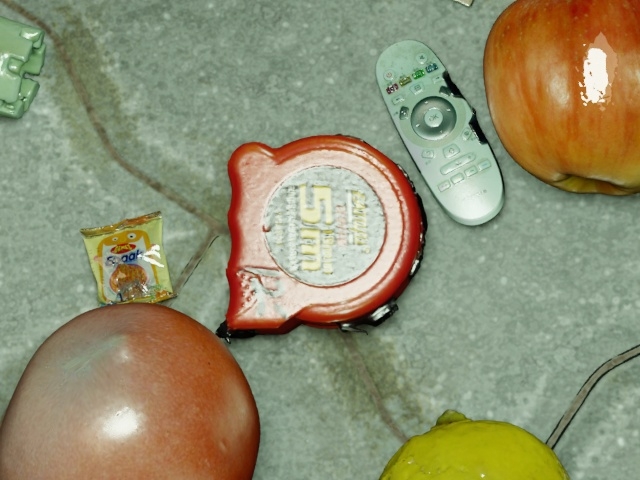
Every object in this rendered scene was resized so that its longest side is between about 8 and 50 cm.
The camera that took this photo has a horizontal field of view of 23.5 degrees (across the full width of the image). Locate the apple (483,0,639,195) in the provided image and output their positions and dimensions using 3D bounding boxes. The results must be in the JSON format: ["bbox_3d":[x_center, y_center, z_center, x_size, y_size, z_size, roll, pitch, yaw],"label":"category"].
[{"bbox_3d":[0.311,-0.172,1.785,0.242,0.242,0.241,-5,84,7],"label":"apple"}]

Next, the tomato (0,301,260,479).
[{"bbox_3d":[-0.224,0.224,1.755,0.321,0.321,0.322,-1,82,7],"label":"tomato"}]

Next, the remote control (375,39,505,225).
[{"bbox_3d":[0.148,-0.134,1.895,0.097,0.045,0.256,-25,77,2],"label":"remote control"}]

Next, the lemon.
[{"bbox_3d":[0.177,0.343,1.727,0.260,0.260,0.284,12,83,9],"label":"lemon"}]

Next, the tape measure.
[{"bbox_3d":[0.000,-0.001,1.862,0.260,0.114,0.253,-1,82,4],"label":"tape measure"}]

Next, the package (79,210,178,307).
[{"bbox_3d":[-0.239,0.032,1.927,0.108,0.031,0.121,-14,81,5],"label":"package"}]

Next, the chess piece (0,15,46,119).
[{"bbox_3d":[-0.505,-0.248,1.931,0.299,0.194,0.195,17,85,1],"label":"chess piece"}]

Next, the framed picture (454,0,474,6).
[{"bbox_3d":[0.100,-0.441,1.955,0.289,0.020,0.211,24,87,9],"label":"framed picture"}]
